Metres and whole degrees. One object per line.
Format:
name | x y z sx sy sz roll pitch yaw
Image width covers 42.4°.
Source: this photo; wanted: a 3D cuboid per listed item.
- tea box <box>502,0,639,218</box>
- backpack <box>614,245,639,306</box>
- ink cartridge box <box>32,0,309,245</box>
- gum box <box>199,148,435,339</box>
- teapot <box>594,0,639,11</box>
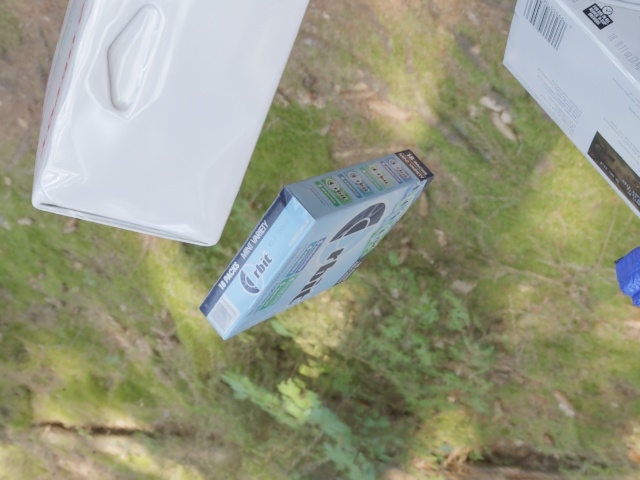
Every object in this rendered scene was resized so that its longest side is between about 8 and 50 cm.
tea box | 0.478 -0.256 1.082 0.329 0.324 0.220 55 170 20
backpack | 0.547 0.050 1.305 0.098 0.101 0.120 10 141 -18
ink cartridge box | -0.096 -0.124 0.488 0.100 0.172 0.237 15 -161 -22
gum box | 0.000 0.000 0.725 0.041 0.184 0.157 49 126 15
teapot | 0.300 -0.299 0.706 0.253 0.187 0.256 19 -165 22
